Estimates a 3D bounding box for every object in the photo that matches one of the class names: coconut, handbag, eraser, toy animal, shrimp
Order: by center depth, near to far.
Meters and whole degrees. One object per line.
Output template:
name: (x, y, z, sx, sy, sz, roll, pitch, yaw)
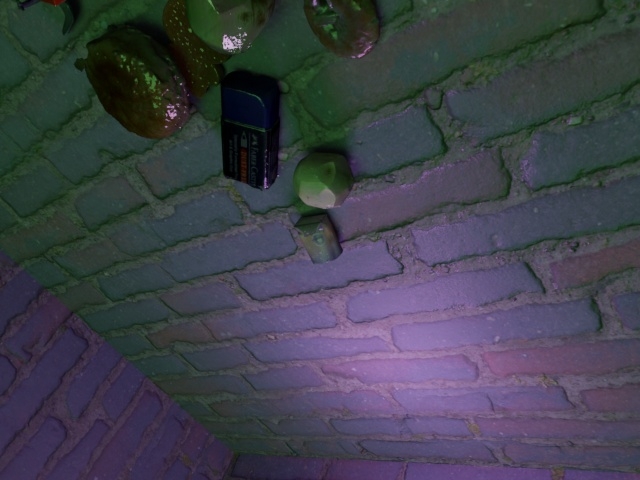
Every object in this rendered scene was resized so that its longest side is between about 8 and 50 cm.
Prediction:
coconut: (-0.195, -0.542, 1.118, 0.205, 0.235, 0.236, 51, 144, 25)
shrimp: (0.013, -0.537, 1.120, 0.168, 0.077, 0.317, -14, 127, 39)
toy animal: (-0.727, -0.665, 1.355, 0.255, 0.176, 0.239, 31, 149, 51)
coconut: (0.017, -0.164, 1.425, 0.162, 0.161, 0.161, 17, 138, 23)
eraser: (-0.194, -0.295, 1.435, 0.155, 0.102, 0.332, 17, 138, 9)
handbag: (0.000, 0.000, 1.647, 0.117, 0.095, 0.173, -5, 122, 37)

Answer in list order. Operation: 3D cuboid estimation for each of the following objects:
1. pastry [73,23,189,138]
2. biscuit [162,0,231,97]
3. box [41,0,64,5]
pastry: (-0.498, -0.427, 1.399, 0.329, 0.136, 0.330, 25, 142, 22)
biscuit: (-0.319, -0.507, 1.332, 0.202, 0.044, 0.289, 25, 139, 3)
box: (-0.526, -0.686, 1.095, 0.048, 0.265, 0.273, 19, 138, 5)
